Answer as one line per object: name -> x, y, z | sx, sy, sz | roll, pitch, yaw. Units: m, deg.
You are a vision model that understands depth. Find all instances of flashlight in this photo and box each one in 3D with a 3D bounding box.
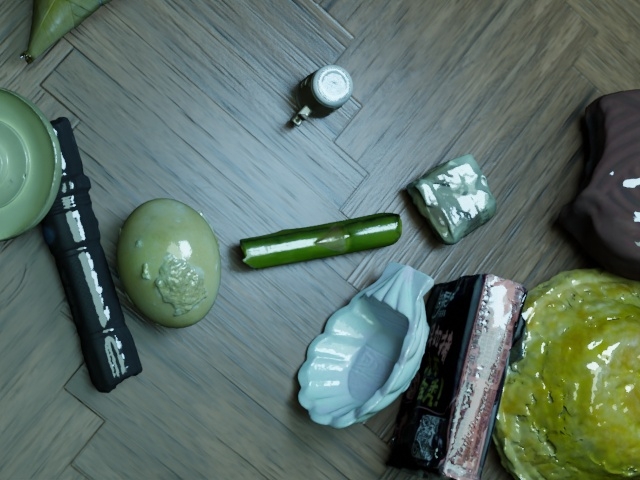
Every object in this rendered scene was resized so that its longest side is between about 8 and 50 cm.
flashlight -> -0.369, 0.023, 1.784 | 0.103, 0.103, 0.423 | -17, 91, -18

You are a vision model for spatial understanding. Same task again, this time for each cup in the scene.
cup -> -0.005, -0.239, 1.919 | 0.102, 0.099, 0.074 | -24, 91, -18

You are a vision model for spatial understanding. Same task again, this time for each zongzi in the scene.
zongzi -> -0.424, -0.430, 1.815 | 0.256, 0.115, 0.228 | -42, 92, -5

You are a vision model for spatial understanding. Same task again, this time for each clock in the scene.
clock -> -0.495, -0.112, 1.733 | 0.235, 0.029, 0.234 | 1, 94, 11

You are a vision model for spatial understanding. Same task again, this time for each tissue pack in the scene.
tissue pack -> 0.222, 0.221, 1.867 | 0.123, 0.245, 0.332 | 18, 78, -13

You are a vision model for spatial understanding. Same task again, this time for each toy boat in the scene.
toy boat -> 0.087, 0.178, 1.877 | 0.100, 0.199, 0.290 | 38, 81, -43

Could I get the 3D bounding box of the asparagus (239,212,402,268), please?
asparagus -> 0.000, 0.002, 1.916 | 0.278, 0.067, 0.060 | -9, 114, -14

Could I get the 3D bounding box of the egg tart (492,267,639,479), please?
egg tart -> 0.491, 0.262, 1.981 | 0.443, 0.178, 0.443 | 2, 85, -18

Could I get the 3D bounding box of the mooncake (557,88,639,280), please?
mooncake -> 0.561, -0.110, 2.003 | 0.326, 0.174, 0.334 | -38, 75, -11

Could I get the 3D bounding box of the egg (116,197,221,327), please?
egg -> -0.228, 0.034, 1.792 | 0.164, 0.164, 0.201 | -14, 90, -18

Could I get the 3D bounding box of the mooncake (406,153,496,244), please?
mooncake -> 0.222, -0.066, 1.985 | 0.125, 0.073, 0.130 | -29, 92, -15
